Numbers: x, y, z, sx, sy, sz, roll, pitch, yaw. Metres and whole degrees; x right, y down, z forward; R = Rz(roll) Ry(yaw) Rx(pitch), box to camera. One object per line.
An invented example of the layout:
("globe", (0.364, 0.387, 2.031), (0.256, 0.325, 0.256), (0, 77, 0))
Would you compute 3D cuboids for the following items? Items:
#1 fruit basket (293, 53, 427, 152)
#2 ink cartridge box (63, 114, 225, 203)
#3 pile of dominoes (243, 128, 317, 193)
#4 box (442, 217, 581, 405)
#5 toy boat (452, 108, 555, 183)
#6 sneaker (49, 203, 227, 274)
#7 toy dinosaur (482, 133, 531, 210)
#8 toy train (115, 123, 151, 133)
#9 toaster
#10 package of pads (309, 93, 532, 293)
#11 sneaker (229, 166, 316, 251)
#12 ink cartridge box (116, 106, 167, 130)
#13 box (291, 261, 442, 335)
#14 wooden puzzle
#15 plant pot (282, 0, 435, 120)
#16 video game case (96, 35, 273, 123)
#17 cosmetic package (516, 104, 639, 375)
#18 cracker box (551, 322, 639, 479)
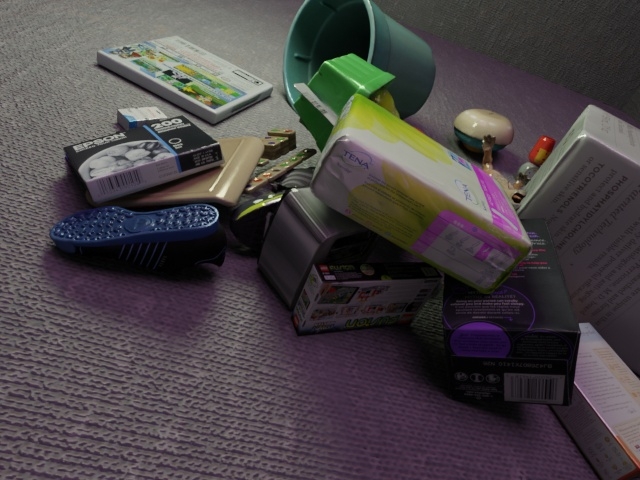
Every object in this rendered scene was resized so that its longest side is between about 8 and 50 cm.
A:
("fruit basket", (0.120, -0.206, 0.894), (0.353, 0.165, 0.327), (48, 33, -8))
("ink cartridge box", (-0.297, -0.149, 0.713), (0.206, 0.045, 0.208), (-26, 42, -28))
("pile of dominoes", (-0.141, -0.163, 0.831), (0.195, 0.040, 0.251), (12, 32, 26))
("box", (0.278, 0.095, 0.674), (0.165, 0.144, 0.270), (-2, 33, 19))
("toy boat", (0.571, -0.309, 1.394), (0.318, 0.148, 0.267), (35, 32, 26))
("sneaker", (-0.247, 0.007, 0.607), (0.231, 0.091, 0.082), (-2, 40, 2))
("toy dinosaur", (0.322, -0.070, 0.895), (0.127, 0.296, 0.200), (33, 69, 16))
("toy train", (-0.337, -0.208, 0.856), (0.036, 0.027, 0.158), (44, 40, 8))
("toaster", (0.000, 0.000, 0.664), (0.185, 0.168, 0.110), (-13, 52, -40))
("package of pads", (0.140, -0.074, 0.625), (0.296, 0.101, 0.229), (29, 32, -7))
("sneaker", (-0.056, -0.067, 0.789), (0.121, 0.111, 0.299), (27, 31, 28))
("ink cartridge box", (-0.362, -0.246, 0.885), (0.048, 0.028, 0.083), (42, 41, 23))
("box", (0.069, 0.084, 0.645), (0.206, 0.114, 0.036), (1, 42, -28))
("wooden puzzle", (-0.232, -0.114, 0.740), (0.238, 0.044, 0.221), (2, 37, 8))
("plant pot", (0.126, -0.485, 1.219), (0.333, 0.341, 0.341), (-5, 45, -43))
("video game case", (-0.328, -0.423, 1.116), (0.328, 0.036, 0.300), (29, 37, 5))
("cosmetic package", (0.606, -0.014, 0.877), (0.393, 0.328, 0.329), (35, 38, 13))
("cracker box", (0.437, 0.243, 0.688), (0.155, 0.067, 0.232), (3, 42, -26))
